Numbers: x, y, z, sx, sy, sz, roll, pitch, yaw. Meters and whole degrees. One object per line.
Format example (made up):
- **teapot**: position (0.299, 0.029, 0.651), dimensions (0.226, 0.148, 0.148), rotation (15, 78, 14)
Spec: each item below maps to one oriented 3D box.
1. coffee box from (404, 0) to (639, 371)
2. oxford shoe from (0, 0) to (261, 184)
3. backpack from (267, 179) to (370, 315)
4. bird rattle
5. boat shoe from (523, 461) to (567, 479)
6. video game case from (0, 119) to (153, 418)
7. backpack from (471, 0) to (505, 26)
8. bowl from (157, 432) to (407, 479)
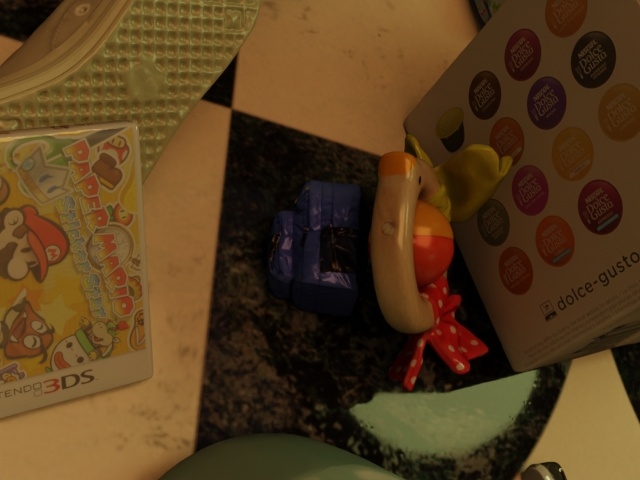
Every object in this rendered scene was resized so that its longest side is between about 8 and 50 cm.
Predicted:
- **coffee box**: position (0.356, -0.096, 0.904), dimensions (0.338, 0.337, 0.334), rotation (-7, 66, -31)
- **oxford shoe**: position (-0.226, -0.102, 0.733), dimensions (0.449, 0.130, 0.169), rotation (-53, 131, -20)
- **backpack**: position (0.000, 0.000, 0.833), dimensions (0.101, 0.098, 0.120), rotation (9, 68, -6)
- **bird rattle**: position (0.087, 0.016, 0.816), dimensions (0.207, 0.143, 0.254), rotation (25, 75, -63)
- **boat shoe**: position (0.260, 0.305, 0.899), dimensions (0.040, 0.049, 0.142), rotation (-8, 74, -33)
- **video game case**: position (-0.235, 0.028, 0.660), dimensions (0.206, 0.026, 0.227), rotation (-11, 110, -33)
- **backpack**: position (0.254, -0.317, 1.107), dimensions (0.105, 0.084, 0.114), rotation (0, 67, -30)
- **bowl**: position (0.001, 0.286, 0.621), dimensions (0.311, 0.163, 0.312), rotation (10, 65, -24)
